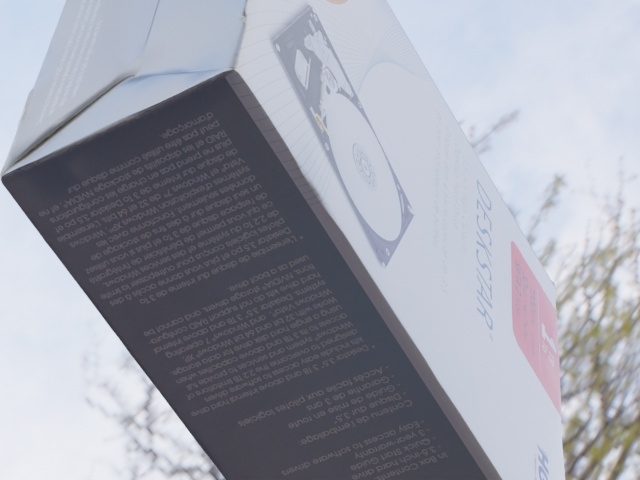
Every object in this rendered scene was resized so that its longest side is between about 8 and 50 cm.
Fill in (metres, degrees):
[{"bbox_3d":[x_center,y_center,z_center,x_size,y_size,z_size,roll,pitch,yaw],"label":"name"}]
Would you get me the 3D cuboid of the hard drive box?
[{"bbox_3d":[0.000,0.000,0.658,0.089,0.181,0.232,-22,-59,19],"label":"hard drive box"}]
